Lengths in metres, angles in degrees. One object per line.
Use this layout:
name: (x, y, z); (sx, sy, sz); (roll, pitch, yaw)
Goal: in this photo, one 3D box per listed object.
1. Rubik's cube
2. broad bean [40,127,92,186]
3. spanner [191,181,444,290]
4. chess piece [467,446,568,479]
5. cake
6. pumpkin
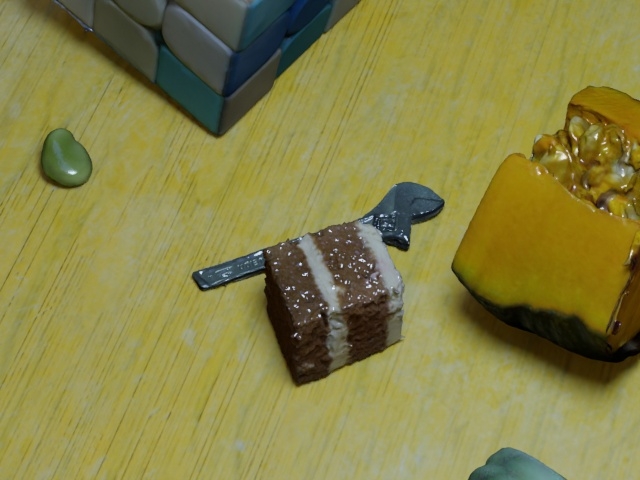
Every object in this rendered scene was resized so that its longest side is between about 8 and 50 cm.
Rubik's cube: (-0.126, -0.409, 2.065); (0.347, 0.346, 0.344); (40, 66, 6)
broad bean: (-0.327, -0.104, 2.102); (0.063, 0.045, 0.083); (-20, 65, -23)
spanner: (0.000, 0.000, 2.021); (0.325, 0.026, 0.093); (-17, 56, -6)
chess piece: (0.162, 0.380, 1.676); (0.194, 0.194, 0.299); (36, 74, 24)
cake: (0.017, 0.069, 1.913); (0.147, 0.135, 0.134); (-14, 56, -11)
pumpkin: (0.318, -0.014, 1.877); (0.225, 0.256, 0.303); (33, 49, 26)
